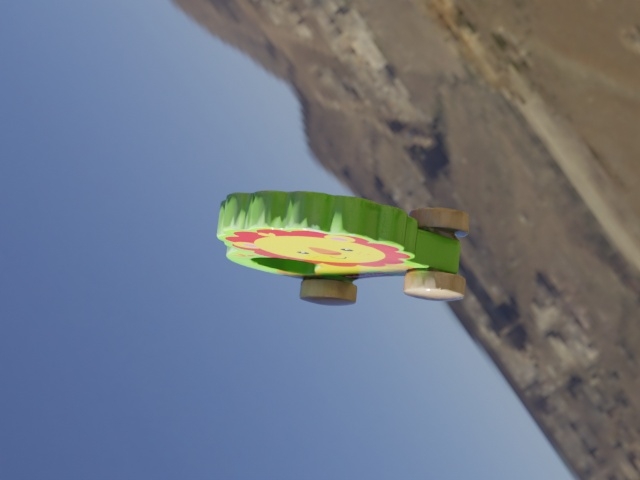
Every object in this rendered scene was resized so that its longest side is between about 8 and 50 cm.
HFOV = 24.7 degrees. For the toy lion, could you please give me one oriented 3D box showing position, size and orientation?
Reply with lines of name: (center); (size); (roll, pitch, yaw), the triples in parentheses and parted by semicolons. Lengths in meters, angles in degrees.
toy lion: (0.000, 0.000, 0.539); (0.096, 0.034, 0.100); (14, 167, -37)
